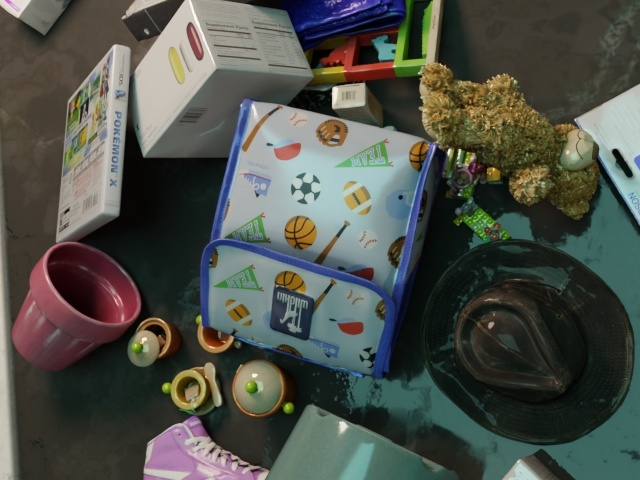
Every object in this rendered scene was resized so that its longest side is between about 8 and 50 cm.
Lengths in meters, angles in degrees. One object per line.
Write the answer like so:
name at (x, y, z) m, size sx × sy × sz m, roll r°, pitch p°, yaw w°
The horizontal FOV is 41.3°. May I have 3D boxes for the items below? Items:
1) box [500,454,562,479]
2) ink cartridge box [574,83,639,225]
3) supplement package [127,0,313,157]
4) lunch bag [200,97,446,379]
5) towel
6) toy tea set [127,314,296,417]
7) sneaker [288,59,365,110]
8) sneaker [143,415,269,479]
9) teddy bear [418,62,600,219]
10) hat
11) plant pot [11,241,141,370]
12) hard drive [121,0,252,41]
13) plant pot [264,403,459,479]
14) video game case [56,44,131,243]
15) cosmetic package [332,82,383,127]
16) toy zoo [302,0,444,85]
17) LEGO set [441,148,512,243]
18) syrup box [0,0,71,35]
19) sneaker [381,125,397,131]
box at (0.283, 0.416, 1.220) m, size 0.119 × 0.182 × 0.181 m, roll 41°, pitch 94°, yaw 22°
ink cartridge box at (0.538, -0.153, 1.319) m, size 0.208 × 0.045 × 0.206 m, roll -28°, pitch 71°, yaw 11°
supplement package at (-0.182, -0.269, 1.456) m, size 0.262 × 0.204 × 0.145 m, roll -39°, pitch 65°, yaw 43°
lunch bag at (0.000, 0.000, 1.355) m, size 0.328 × 0.239 × 0.385 m, roll 16°, pitch 94°, yaw 13°
towel at (0.028, -0.492, 1.514) m, size 0.228 × 0.076 × 0.308 m, roll -12°, pitch 61°, yaw 16°
toy tea set at (-0.185, 0.206, 1.458) m, size 0.336 × 0.124 × 0.200 m, roll -6°, pitch 77°, yaw 18°
sneaker at (0.000, -0.287, 1.538) m, size 0.162 × 0.063 × 0.073 m, roll -12°, pitch 60°, yaw 11°
sneaker at (-0.179, 0.374, 1.437) m, size 0.282 × 0.102 × 0.161 m, roll -9°, pitch 73°, yaw 18°
teddy bear at (0.289, -0.161, 1.273) m, size 0.338 × 0.245 × 0.113 m, roll 34°, pitch 121°, yaw -3°
hat at (0.301, 0.156, 1.262) m, size 0.331 × 0.134 × 0.331 m, roll 0°, pitch 90°, yaw 17°
plant pot at (-0.457, 0.134, 1.543) m, size 0.180 × 0.201 × 0.201 m, roll -46°, pitch 68°, yaw 22°
hard drive at (-0.176, -0.483, 1.518) m, size 0.339 × 0.064 × 0.237 m, roll -6°, pitch 42°, yaw 36°
plant pot at (0.025, 0.443, 1.244) m, size 0.341 × 0.341 × 0.334 m, roll 22°, pitch 79°, yaw 22°
video game case at (-0.419, -0.161, 1.556) m, size 0.329 × 0.036 × 0.300 m, roll -17°, pitch 68°, yaw 59°
cosmetic package at (0.065, -0.229, 1.464) m, size 0.060 × 0.115 × 0.041 m, roll -3°, pitch 77°, yaw 18°
toy zoo at (0.067, -0.363, 1.504) m, size 0.293 × 0.030 × 0.192 m, roll -2°, pitch 60°, yaw 19°
LEGO set at (0.260, -0.074, 1.368) m, size 0.132 × 0.107 × 0.287 m, roll -12°, pitch 75°, yaw 17°
syrup box at (-0.555, -0.556, 1.760) m, size 0.096 × 0.093 × 0.237 m, roll 41°, pitch 94°, yaw 21°
sneaker at (0.060, -0.174, 1.489) m, size 0.152 × 0.054 × 0.061 m, roll -21°, pitch 70°, yaw 15°
